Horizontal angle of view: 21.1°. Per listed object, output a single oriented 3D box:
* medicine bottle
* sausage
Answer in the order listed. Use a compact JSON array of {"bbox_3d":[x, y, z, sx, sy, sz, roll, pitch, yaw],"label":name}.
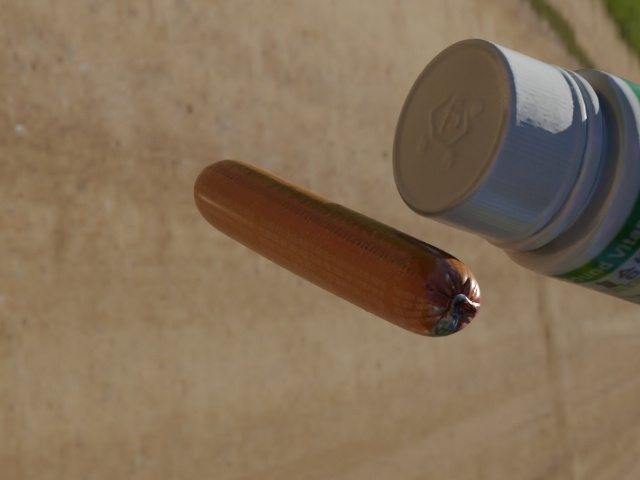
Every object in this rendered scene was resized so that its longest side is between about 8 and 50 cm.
[{"bbox_3d":[0.171,-0.041,1.102,0.237,0.139,0.139,19,62,-34],"label":"medicine bottle"},{"bbox_3d":[0.000,0.000,1.083,0.348,0.053,0.053,27,-49,59],"label":"sausage"}]
